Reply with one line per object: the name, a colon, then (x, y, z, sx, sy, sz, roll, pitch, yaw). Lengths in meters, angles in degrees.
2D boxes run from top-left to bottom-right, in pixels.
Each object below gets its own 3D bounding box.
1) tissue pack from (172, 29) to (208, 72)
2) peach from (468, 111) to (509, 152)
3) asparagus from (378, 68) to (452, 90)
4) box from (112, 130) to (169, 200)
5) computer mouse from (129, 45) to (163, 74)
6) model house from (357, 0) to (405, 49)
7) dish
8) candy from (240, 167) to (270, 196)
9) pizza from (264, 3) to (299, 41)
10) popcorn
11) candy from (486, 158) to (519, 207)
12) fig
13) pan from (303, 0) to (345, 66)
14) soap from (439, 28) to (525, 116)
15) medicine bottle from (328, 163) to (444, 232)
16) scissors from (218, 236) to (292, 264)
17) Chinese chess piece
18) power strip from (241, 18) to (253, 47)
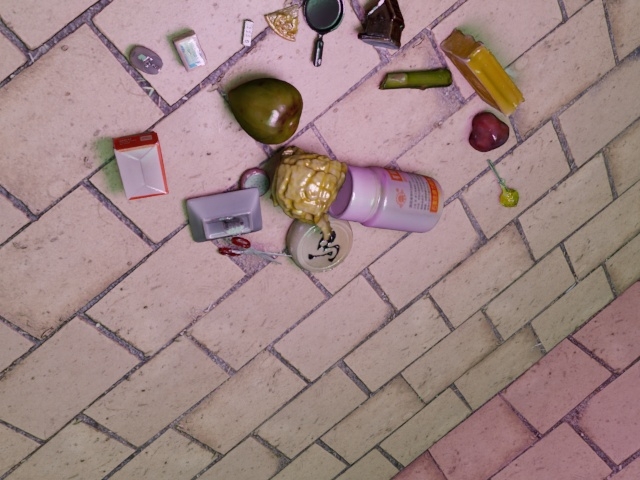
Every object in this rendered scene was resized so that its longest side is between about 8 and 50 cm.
tissue pack: (-0.371, -0.539, 1.642, 0.074, 0.058, 0.094, -25, 126, -8)
peach: (0.629, -0.402, 2.152, 0.152, 0.152, 0.152, -12, 123, -19)
asparagus: (0.326, -0.551, 1.972, 0.278, 0.060, 0.067, -7, 141, -22)
box: (-0.538, -0.226, 1.728, 0.133, 0.099, 0.182, -14, 125, -15)
computer mouse: (-0.489, -0.505, 1.618, 0.096, 0.039, 0.066, 28, 104, -36)
model house: (0.209, -0.691, 1.818, 0.165, 0.106, 0.152, -14, 119, -61)
dish: (-0.311, -0.065, 1.915, 0.243, 0.080, 0.181, -12, 130, -12)
candy: (-0.219, -0.194, 1.933, 0.103, 0.043, 0.103, -11, 124, -17)
pizza: (-0.100, -0.663, 1.719, 0.123, 0.026, 0.108, 29, 101, -35)
popcorn: (-0.039, -0.179, 1.907, 0.237, 0.293, 0.292, 14, 119, 13)
candy: (0.744, -0.237, 2.366, 0.077, 0.073, 0.262, -50, 122, -15)
fig: (-0.171, -0.406, 1.759, 0.225, 0.203, 0.202, 29, 108, 8)
pan: (0.002, -0.656, 1.770, 0.136, 0.028, 0.235, -1, 116, -25)
soap: (0.561, -0.576, 1.986, 0.091, 0.199, 0.315, -44, 130, 13)
medicine bottle: (0.231, -0.149, 2.067, 0.389, 0.219, 0.219, 6, 116, -27)
scissors: (-0.224, 0.043, 2.035, 0.248, 0.017, 0.144, 15, 150, -30)
Chinese chess piece: (0.000, 0.000, 2.119, 0.251, 0.101, 0.250, -12, 124, -19)
power strip: (-0.216, -0.611, 1.700, 0.027, 0.017, 0.083, 0, 117, -24)
